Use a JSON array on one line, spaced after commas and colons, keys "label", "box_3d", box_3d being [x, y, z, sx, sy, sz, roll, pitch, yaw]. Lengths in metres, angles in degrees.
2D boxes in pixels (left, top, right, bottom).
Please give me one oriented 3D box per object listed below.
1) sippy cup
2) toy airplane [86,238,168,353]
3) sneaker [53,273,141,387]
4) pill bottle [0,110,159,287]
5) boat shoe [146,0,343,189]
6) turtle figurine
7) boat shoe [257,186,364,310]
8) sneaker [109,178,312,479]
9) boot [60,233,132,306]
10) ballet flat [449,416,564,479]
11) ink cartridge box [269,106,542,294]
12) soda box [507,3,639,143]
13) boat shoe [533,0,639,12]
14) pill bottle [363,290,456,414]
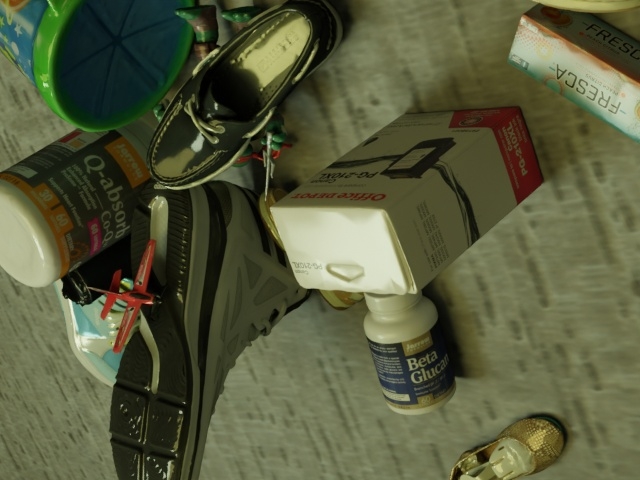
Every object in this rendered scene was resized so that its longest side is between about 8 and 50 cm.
[{"label": "sippy cup", "box_3d": [-0.315, -0.287, 1.580, 0.224, 0.240, 0.305, 33, 136, 30]}, {"label": "toy airplane", "box_3d": [-0.241, 0.072, 1.576, 0.151, 0.151, 0.028, 3, 163, 46]}, {"label": "sneaker", "box_3d": [-0.313, 0.110, 1.992, 0.208, 0.127, 0.319, 4, 123, 47]}, {"label": "pill bottle", "box_3d": [-0.319, -0.068, 1.722, 0.162, 0.278, 0.162, 28, 138, 29]}, {"label": "boat shoe", "box_3d": [-0.105, -0.168, 1.443, 0.114, 0.091, 0.302, 45, 110, 4]}, {"label": "turtle figurine", "box_3d": [-0.115, -0.170, 1.552, 0.175, 0.118, 0.234, 2, 107, 17]}, {"label": "boat shoe", "box_3d": [0.000, 0.000, 1.623, 0.190, 0.068, 0.072, 49, 132, -11]}, {"label": "sneaker", "box_3d": [-0.119, 0.143, 1.653, 0.169, 0.258, 0.447, 7, 92, 49]}, {"label": "boot", "box_3d": [-0.264, 0.040, 1.810, 0.246, 0.207, 0.094, 37, 140, 20]}, {"label": "ballet flat", "box_3d": [0.231, 0.283, 1.592, 0.073, 0.067, 0.206, 49, 143, 5]}, {"label": "ink cartridge box", "box_3d": [0.092, -0.046, 1.329, 0.172, 0.237, 0.100, 2, 120, 46]}, {"label": "soda box", "box_3d": [0.271, -0.159, 1.194, 0.183, 0.058, 0.063, 37, 141, 22]}, {"label": "boat shoe", "box_3d": [0.185, -0.293, 1.144, 0.285, 0.103, 0.092, 34, 145, 33]}, {"label": "pill bottle", "box_3d": [0.107, 0.125, 1.573, 0.094, 0.094, 0.169, 9, 126, 43]}]
